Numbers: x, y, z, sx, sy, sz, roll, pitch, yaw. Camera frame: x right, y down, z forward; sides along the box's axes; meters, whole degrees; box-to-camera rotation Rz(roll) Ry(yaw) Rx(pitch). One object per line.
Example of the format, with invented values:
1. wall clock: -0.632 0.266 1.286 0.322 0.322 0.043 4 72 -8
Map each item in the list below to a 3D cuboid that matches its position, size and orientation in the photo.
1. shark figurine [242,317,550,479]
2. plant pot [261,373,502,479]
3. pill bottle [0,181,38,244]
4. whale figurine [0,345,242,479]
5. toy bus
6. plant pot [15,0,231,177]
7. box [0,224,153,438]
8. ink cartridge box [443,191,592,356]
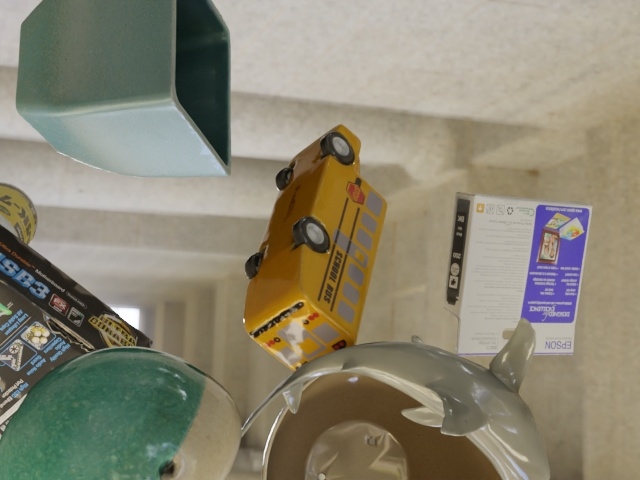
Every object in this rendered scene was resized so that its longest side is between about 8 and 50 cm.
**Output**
1. shark figurine: 0.082 0.139 1.026 0.116 0.278 0.166 -72 177 -65
2. plant pot: 0.060 0.276 1.389 0.191 0.284 0.284 142 -49 -77
3. pill bottle: -0.503 -0.006 1.787 0.208 0.119 0.119 -96 -165 -71
4. whale figurine: -0.169 0.163 0.845 0.216 0.141 0.272 -60 -164 -25
5. toy bus: 0.000 0.000 1.493 0.108 0.130 0.332 -36 -156 35
6. plant pot: -0.280 -0.229 1.651 0.247 0.252 0.247 58 28 -65
7. box: -0.367 0.107 1.152 0.295 0.293 0.073 -39 -157 29
8. ink cartridge box: 0.257 0.046 1.551 0.045 0.206 0.208 12 -83 58
